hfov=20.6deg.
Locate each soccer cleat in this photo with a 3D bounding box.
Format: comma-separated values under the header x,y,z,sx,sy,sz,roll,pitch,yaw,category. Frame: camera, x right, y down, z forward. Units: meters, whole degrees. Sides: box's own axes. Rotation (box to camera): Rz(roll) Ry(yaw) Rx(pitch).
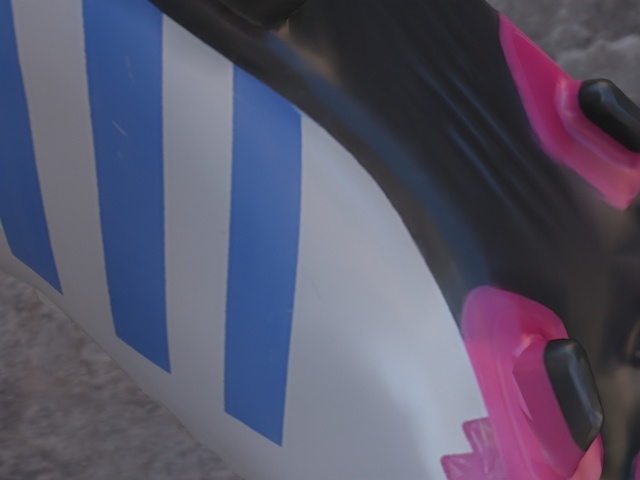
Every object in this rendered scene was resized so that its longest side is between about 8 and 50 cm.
x,y,z,sx,sy,sz,roll,pitch,yaw,category
0.000,0.000,0.402,0.331,0.143,0.116,56,48,-22,soccer cleat
